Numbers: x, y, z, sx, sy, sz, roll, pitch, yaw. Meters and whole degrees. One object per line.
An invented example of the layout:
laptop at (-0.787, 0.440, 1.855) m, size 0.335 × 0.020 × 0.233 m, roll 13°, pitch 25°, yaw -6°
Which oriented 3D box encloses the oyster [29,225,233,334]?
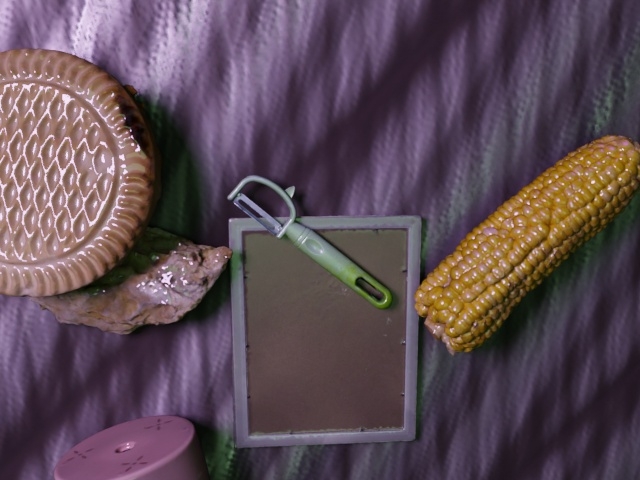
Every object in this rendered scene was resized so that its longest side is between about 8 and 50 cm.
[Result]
oyster at (-0.208, 0.045, 0.746) m, size 0.209 × 0.072 × 0.133 m, roll 14°, pitch 97°, yaw -5°

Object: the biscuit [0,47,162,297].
biscuit at (-0.279, -0.065, 0.691) m, size 0.259 × 0.079 × 0.259 m, roll 0°, pitch 89°, yaw 2°

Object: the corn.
corn at (0.223, -0.001, 0.754) m, size 0.292 × 0.101 × 0.101 m, roll -42°, pitch 101°, yaw 6°

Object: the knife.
knife at (0.000, 0.000, 0.763) m, size 0.212 × 0.015 × 0.054 m, roll 39°, pitch 89°, yaw -10°

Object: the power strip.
power strip at (-0.194, 0.249, 0.750) m, size 0.154 × 0.154 × 0.078 m, roll -13°, pitch 99°, yaw -1°

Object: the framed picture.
framed picture at (0.006, 0.104, 0.801) m, size 0.217 × 0.017 × 0.274 m, roll 1°, pitch 102°, yaw -4°
